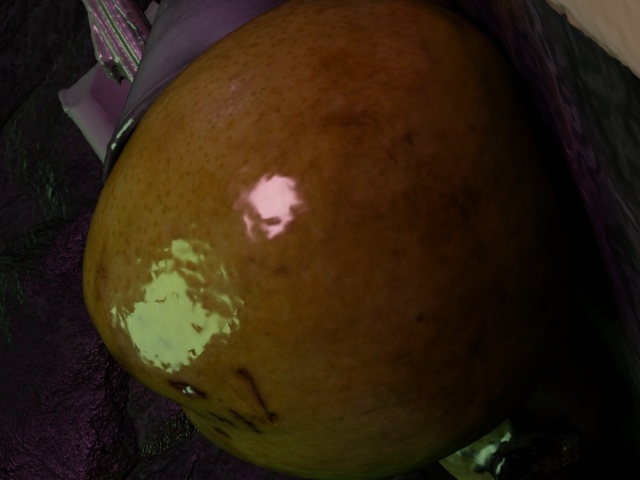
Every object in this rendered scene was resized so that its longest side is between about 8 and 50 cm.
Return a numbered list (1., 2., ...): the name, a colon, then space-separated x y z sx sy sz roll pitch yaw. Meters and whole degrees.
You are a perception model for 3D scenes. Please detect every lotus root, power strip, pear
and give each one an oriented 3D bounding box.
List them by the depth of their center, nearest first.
1. pear: 0.000 0.000 0.820 0.304 0.304 0.304 63 178 3
2. lotus root: 0.132 0.102 0.972 0.214 0.138 0.138 -109 -6 -65
3. power strip: -0.186 -0.189 1.261 0.213 0.064 0.198 59 177 10

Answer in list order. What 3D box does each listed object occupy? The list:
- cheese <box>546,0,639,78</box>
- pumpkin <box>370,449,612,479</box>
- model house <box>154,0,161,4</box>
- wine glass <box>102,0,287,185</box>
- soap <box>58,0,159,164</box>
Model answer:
1. cheese: 0.080 -0.140 0.523 0.085 0.034 0.400 58 -178 -36
2. pumpkin: 0.143 0.246 1.085 0.300 0.207 0.300 36 -154 -20
3. model house: -0.109 -0.268 1.343 0.268 0.173 0.239 14 138 59
4. wine glass: -0.101 -0.242 1.061 0.267 0.267 0.406 67 -179 -67
5. soap: -0.079 -0.074 1.648 0.435 0.213 0.350 54 -164 29
